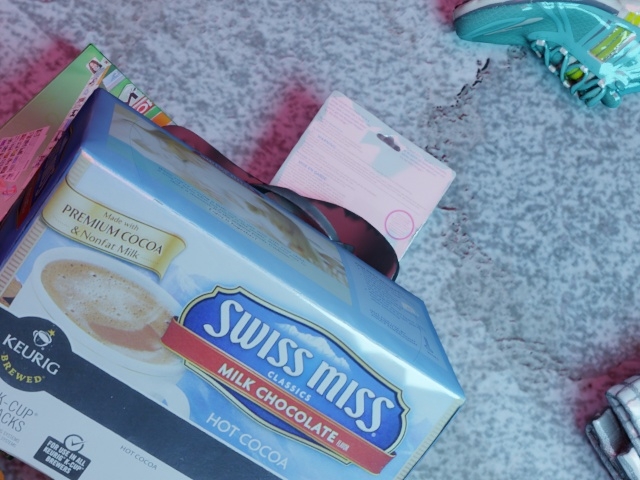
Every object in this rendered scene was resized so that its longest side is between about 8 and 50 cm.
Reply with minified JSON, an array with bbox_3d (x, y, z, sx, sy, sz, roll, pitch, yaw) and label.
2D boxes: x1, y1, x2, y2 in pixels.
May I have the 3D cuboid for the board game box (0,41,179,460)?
[{"bbox_3d":[-0.239,0.006,1.370,0.213,0.046,0.317,43,75,3],"label":"board game box"}]

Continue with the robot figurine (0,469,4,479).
[{"bbox_3d":[-0.352,0.201,1.254,0.128,0.158,0.219,14,89,-42],"label":"robot figurine"}]

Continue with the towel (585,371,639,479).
[{"bbox_3d":[0.398,0.212,1.388,0.235,0.121,0.283,-30,85,-12],"label":"towel"}]

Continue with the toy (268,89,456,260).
[{"bbox_3d":[0.000,0.000,1.405,0.137,0.056,0.237,35,79,-4],"label":"toy"}]

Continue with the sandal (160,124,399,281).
[{"bbox_3d":[-0.052,-0.014,1.344,0.254,0.054,0.097,27,81,1],"label":"sandal"}]

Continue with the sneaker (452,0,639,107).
[{"bbox_3d":[0.260,-0.182,1.466,0.275,0.107,0.110,9,85,-6],"label":"sneaker"}]

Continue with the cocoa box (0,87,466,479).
[{"bbox_3d":[-0.099,0.080,1.212,0.347,0.231,0.228,34,102,-13],"label":"cocoa box"}]
